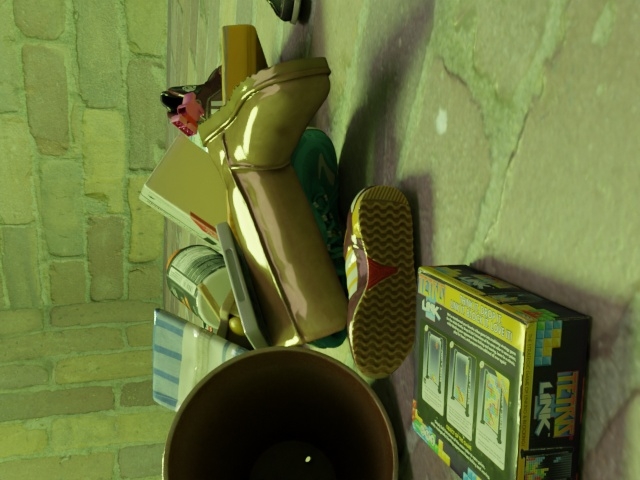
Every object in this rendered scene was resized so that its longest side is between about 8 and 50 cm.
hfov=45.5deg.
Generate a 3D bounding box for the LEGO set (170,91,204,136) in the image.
[{"bbox_3d":[-0.148,-0.194,1.326,0.227,0.087,0.093,40,-132,-51],"label":"LEGO set"}]

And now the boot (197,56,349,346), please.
[{"bbox_3d":[-0.023,-0.031,0.807,0.236,0.089,0.270,-24,85,60],"label":"boot"}]

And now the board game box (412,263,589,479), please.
[{"bbox_3d":[0.121,0.102,0.551,0.170,0.048,0.141,-148,58,-71],"label":"board game box"}]

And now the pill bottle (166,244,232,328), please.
[{"bbox_3d":[-0.232,0.083,1.549,0.245,0.130,0.131,25,117,57],"label":"pill bottle"}]

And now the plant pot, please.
[{"bbox_3d":[-0.036,0.271,0.878,0.254,0.237,0.237,85,175,-66],"label":"plant pot"}]

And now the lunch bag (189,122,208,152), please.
[{"bbox_3d":[-0.244,-0.203,1.693,0.151,0.096,0.129,-105,18,-66],"label":"lunch bag"}]

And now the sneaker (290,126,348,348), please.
[{"bbox_3d":[0.000,0.000,0.920,0.110,0.107,0.275,22,120,52],"label":"sneaker"}]

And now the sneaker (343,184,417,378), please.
[{"bbox_3d":[0.057,0.039,0.749,0.084,0.069,0.186,-175,88,-83],"label":"sneaker"}]

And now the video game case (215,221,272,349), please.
[{"bbox_3d":[-0.083,0.073,0.914,0.157,0.019,0.143,74,177,-61],"label":"video game case"}]

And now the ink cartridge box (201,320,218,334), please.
[{"bbox_3d":[-0.232,0.149,1.749,0.175,0.072,0.128,170,97,-74],"label":"ink cartridge box"}]

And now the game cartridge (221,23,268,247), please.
[{"bbox_3d":[-0.100,-0.118,1.137,0.285,0.052,0.324,65,-158,-86],"label":"game cartridge"}]

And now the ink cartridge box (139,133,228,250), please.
[{"bbox_3d":[-0.222,-0.079,1.417,0.114,0.197,0.273,-57,12,-9],"label":"ink cartridge box"}]

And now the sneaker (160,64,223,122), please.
[{"bbox_3d":[-0.255,-0.308,1.591,0.281,0.162,0.106,-130,40,-64],"label":"sneaker"}]

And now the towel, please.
[{"bbox_3d":[-0.149,0.240,1.203,0.034,0.285,0.209,-46,-25,-48],"label":"towel"}]

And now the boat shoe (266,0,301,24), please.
[{"bbox_3d":[-0.078,-0.380,1.117,0.233,0.079,0.084,-113,27,-47],"label":"boat shoe"}]

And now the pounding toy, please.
[{"bbox_3d":[-0.159,0.152,1.256,0.269,0.154,0.154,107,-176,-59],"label":"pounding toy"}]
